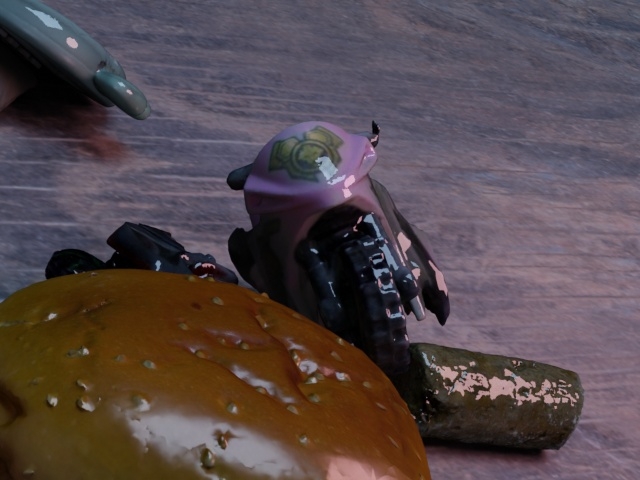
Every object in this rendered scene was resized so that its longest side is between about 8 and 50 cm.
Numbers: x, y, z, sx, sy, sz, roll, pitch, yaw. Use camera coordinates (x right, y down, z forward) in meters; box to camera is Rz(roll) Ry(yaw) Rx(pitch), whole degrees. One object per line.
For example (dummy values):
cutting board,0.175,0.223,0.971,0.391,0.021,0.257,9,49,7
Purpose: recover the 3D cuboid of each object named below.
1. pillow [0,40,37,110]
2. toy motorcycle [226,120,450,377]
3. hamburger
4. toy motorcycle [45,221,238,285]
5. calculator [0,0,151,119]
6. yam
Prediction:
pillow,-0.340,-0.143,1.693,0.169,0.059,0.255,24,23,0
toy motorcycle,0.000,0.000,1.488,0.143,0.188,0.327,-22,7,-8
hamburger,-0.082,0.132,1.255,0.314,0.170,0.290,15,20,-18
toy motorcycle,-0.114,0.043,1.502,0.122,0.082,0.213,43,19,20
calculator,-0.267,-0.193,1.791,0.295,0.042,0.184,32,-5,19
yam,0.131,0.127,1.574,0.179,0.078,0.078,12,27,-32
